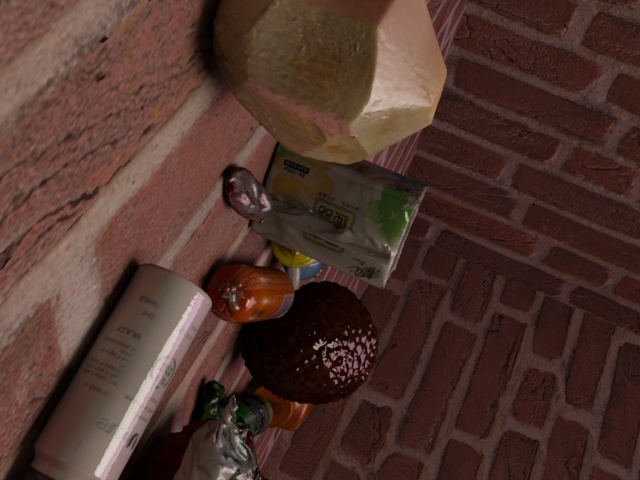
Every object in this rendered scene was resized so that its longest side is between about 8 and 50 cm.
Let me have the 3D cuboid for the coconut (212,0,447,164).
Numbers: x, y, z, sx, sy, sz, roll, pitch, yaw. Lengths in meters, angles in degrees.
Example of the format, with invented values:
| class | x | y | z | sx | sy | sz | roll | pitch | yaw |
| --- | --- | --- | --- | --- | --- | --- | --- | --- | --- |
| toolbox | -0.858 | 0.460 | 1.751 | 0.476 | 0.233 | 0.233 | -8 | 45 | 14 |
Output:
| class | x | y | z | sx | sy | sz | roll | pitch | yaw |
| --- | --- | --- | --- | --- | --- | --- | --- | --- | --- |
| coconut | 0.018 | -0.187 | 0.809 | 0.237 | 0.237 | 0.197 | 90 | 24 | -71 |

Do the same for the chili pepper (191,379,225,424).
| class | x | y | z | sx | sy | sz | roll | pitch | yaw |
| --- | --- | --- | --- | --- | --- | --- | --- | --- | --- |
| chili pepper | -0.224 | 0.372 | 1.444 | 0.278 | 0.065 | 0.122 | -68 | 163 | 2 |

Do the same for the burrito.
| class | x | y | z | sx | sy | sz | roll | pitch | yaw |
| --- | --- | --- | --- | --- | --- | --- | --- | --- | --- |
| burrito | -0.165 | 0.405 | 1.039 | 0.139 | 0.101 | 0.445 | 15 | 97 | -55 |

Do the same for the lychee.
| class | x | y | z | sx | sy | sz | roll | pitch | yaw |
| --- | --- | --- | --- | --- | --- | --- | --- | --- | --- |
| lychee | -0.022 | 0.204 | 1.584 | 0.260 | 0.261 | 0.260 | 24 | 90 | -82 |

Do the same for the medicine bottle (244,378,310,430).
| class | x | y | z | sx | sy | sz | roll | pitch | yaw |
| --- | --- | --- | --- | --- | --- | --- | --- | --- | --- |
| medicine bottle | -0.099 | 0.386 | 1.980 | 0.222 | 0.149 | 0.112 | 15 | 99 | -82 |

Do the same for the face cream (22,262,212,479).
| class | x | y | z | sx | sy | sz | roll | pitch | yaw |
| --- | --- | --- | --- | --- | --- | --- | --- | --- | --- |
| face cream | -0.217 | 0.174 | 0.806 | 0.092 | 0.092 | 0.311 | 95 | 21 | -67 |

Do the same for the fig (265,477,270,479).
| class | x | y | z | sx | sy | sz | roll | pitch | yaw |
| --- | --- | --- | --- | --- | --- | --- | --- | --- | --- |
| fig | -0.148 | 0.639 | 1.779 | 0.258 | 0.326 | 0.258 | 4 | 90 | -83 |

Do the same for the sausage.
| class | x | y | z | sx | sy | sz | roll | pitch | yaw |
| --- | --- | --- | --- | --- | --- | --- | --- | --- | --- |
| sausage | -0.109 | 0.082 | 1.248 | 0.312 | 0.093 | 0.093 | 21 | 93 | -82 |

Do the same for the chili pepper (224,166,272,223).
| class | x | y | z | sx | sy | sz | roll | pitch | yaw |
| --- | --- | --- | --- | --- | --- | --- | --- | --- | --- |
| chili pepper | -0.099 | -0.062 | 1.072 | 0.153 | 0.041 | 0.050 | 46 | 47 | -64 |

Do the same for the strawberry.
| class | x | y | z | sx | sy | sz | roll | pitch | yaw |
| --- | --- | --- | --- | --- | --- | --- | --- | --- | --- |
| strawberry | -0.203 | 0.403 | 1.235 | 0.261 | 0.258 | 0.261 | -5 | 90 | -82 |

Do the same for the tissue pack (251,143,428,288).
| class | x | y | z | sx | sy | sz | roll | pitch | yaw |
| --- | --- | --- | --- | --- | --- | --- | --- | --- | --- |
| tissue pack | 0.020 | -0.042 | 1.221 | 0.145 | 0.229 | 0.159 | -48 | 160 | -66 |

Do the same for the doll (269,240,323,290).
| class | x | y | z | sx | sy | sz | roll | pitch | yaw |
| --- | --- | --- | --- | --- | --- | --- | --- | --- | --- |
| doll | -0.037 | 0.015 | 1.501 | 0.135 | 0.099 | 0.241 | -44 | 172 | -4 |

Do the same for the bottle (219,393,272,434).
| class | x | y | z | sx | sy | sz | roll | pitch | yaw |
| --- | --- | --- | --- | --- | --- | --- | --- | --- | --- |
| bottle | -0.169 | 0.378 | 1.705 | 0.330 | 0.093 | 0.093 | 55 | 60 | -81 |
